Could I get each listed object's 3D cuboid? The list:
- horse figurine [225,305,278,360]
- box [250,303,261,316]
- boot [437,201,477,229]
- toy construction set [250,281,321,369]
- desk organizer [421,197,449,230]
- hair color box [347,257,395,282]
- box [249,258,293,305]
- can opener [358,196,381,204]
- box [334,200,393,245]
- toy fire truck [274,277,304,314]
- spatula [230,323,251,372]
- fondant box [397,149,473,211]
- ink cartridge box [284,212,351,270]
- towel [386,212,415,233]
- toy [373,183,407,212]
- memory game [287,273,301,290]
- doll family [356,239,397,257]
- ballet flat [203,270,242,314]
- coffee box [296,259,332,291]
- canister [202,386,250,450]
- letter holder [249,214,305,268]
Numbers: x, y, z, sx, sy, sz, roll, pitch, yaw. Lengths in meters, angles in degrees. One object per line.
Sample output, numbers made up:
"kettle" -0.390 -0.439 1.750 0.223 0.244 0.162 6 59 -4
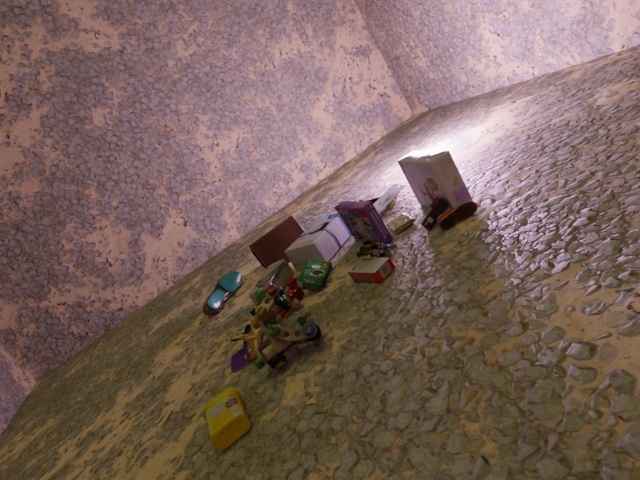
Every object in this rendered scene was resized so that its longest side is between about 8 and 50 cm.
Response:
"horse figurine" -0.243 0.340 1.672 0.175 0.066 0.263 4 40 41
"box" -0.253 0.314 1.859 0.052 0.062 0.083 -45 21 -30
"boot" 0.518 -0.104 1.647 0.158 0.059 0.084 -31 12 11
"toy construction set" -0.156 0.308 1.491 0.237 0.257 0.309 -46 -3 -3
"desk organizer" 0.450 -0.106 1.714 0.130 0.047 0.050 -55 13 3
"hair color box" 0.192 0.112 1.634 0.093 0.053 0.167 -41 20 -26
"box" -0.231 0.206 2.071 0.113 0.094 0.275 -25 19 24
"can opener" 0.280 -0.206 2.401 0.186 0.073 0.059 -16 -15 38
"box" 0.188 -0.079 1.926 0.057 0.200 0.293 -38 17 -14
"toy fire truck" -0.141 0.242 1.864 0.192 0.047 0.135 -45 24 -28
"spatula" -0.306 0.418 1.717 0.084 0.030 0.296 -32 17 9
"fondant box" 0.477 -0.256 1.829 0.096 0.238 0.330 -33 16 -4
"ink cartridge box" 0.000 0.000 2.171 0.223 0.129 0.307 -15 24 44
"towel" 0.354 -0.075 1.914 0.110 0.027 0.148 -34 17 1
"toy" 0.344 -0.197 2.231 0.237 0.056 0.137 -41 21 -10
"memory game" -0.075 0.179 2.005 0.186 0.012 0.186 -30 17 10
"doll family" 0.217 0.037 1.721 0.193 0.075 0.111 11 -14 -44
"ballet flat" -0.560 0.302 2.426 0.124 0.116 0.342 -45 11 36
"coffee box" -0.025 0.149 1.868 0.113 0.040 0.184 5 29 14
"canister" -0.281 0.528 1.283 0.126 0.073 0.170 -37 18 -13
"letter holder" -0.215 0.043 2.465 0.302 0.214 0.152 -37 -15 -12
